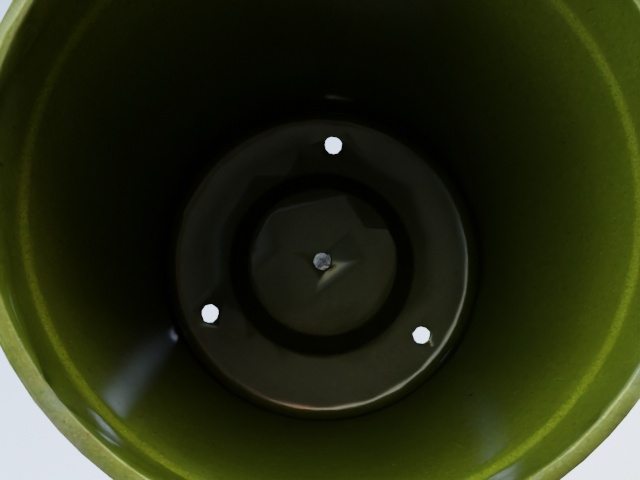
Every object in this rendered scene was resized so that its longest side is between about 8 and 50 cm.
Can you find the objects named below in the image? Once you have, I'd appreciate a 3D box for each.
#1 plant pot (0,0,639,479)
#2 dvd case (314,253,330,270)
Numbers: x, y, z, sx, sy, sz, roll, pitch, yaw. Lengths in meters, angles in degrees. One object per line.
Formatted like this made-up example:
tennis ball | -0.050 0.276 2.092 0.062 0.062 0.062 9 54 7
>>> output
plant pot | 0.004 -0.006 0.852 0.366 0.366 0.353 -36 -7 -6
dvd case | 0.000 0.000 1.162 0.119 0.013 0.087 28 -87 -24
